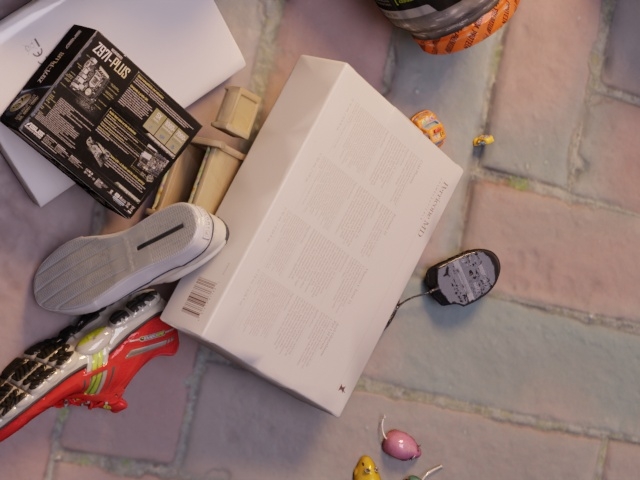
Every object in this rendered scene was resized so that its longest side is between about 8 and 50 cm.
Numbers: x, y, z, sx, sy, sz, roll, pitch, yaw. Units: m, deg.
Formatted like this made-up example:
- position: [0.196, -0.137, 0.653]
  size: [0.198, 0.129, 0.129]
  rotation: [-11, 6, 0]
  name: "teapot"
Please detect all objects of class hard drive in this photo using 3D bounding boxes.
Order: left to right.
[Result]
- position: [-0.265, -0.216, 1.581]
  size: [0.319, 0.040, 0.210]
  rotation: [-37, 119, -18]
  name: "hard drive"

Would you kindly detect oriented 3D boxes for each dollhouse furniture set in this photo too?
- position: [-0.115, -0.088, 1.669]
  size: [0.161, 0.101, 0.182]
  rotation: [26, 81, -49]
  name: "dollhouse furniture set"

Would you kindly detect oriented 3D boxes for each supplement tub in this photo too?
- position: [0.121, -0.405, 1.666]
  size: [0.193, 0.193, 0.316]
  rotation: [-44, 122, -16]
  name: "supplement tub"

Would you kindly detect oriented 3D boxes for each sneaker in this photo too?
- position: [-0.287, 0.172, 1.583]
  size: [0.279, 0.107, 0.118]
  rotation: [-34, 116, -17]
  name: "sneaker"
- position: [-0.223, 0.032, 1.557]
  size: [0.091, 0.258, 0.094]
  rotation: [24, 52, -58]
  name: "sneaker"

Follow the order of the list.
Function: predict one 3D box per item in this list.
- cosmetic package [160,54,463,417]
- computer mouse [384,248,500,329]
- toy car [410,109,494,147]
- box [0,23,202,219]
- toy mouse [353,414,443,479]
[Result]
- position: [0.000, 0.000, 1.658]
  size: [0.284, 0.097, 0.377]
  rotation: [36, 77, -42]
  name: "cosmetic package"
- position: [0.143, 0.075, 1.813]
  size: [0.242, 0.041, 0.071]
  rotation: [-21, 93, -15]
  name: "computer mouse"
- position: [0.187, -0.156, 1.812]
  size: [0.122, 0.040, 0.060]
  rotation: [-10, 97, -24]
  name: "toy car"
- position: [-0.257, -0.139, 1.534]
  size: [0.180, 0.077, 0.147]
  rotation: [41, 80, -32]
  name: "box"
- position: [0.116, 0.322, 1.813]
  size: [0.143, 0.031, 0.161]
  rotation: [3, 92, -25]
  name: "toy mouse"
